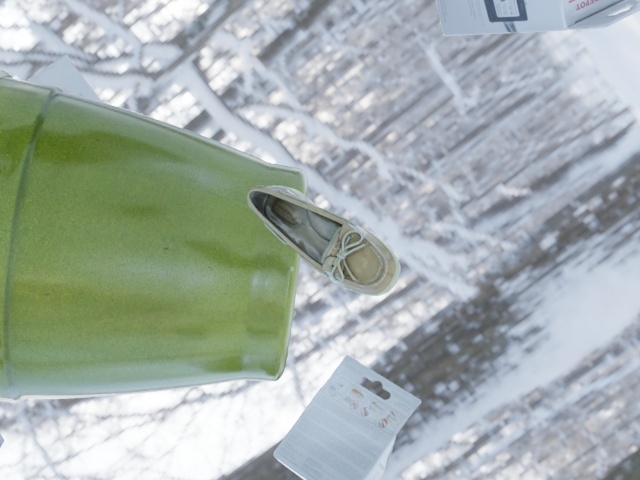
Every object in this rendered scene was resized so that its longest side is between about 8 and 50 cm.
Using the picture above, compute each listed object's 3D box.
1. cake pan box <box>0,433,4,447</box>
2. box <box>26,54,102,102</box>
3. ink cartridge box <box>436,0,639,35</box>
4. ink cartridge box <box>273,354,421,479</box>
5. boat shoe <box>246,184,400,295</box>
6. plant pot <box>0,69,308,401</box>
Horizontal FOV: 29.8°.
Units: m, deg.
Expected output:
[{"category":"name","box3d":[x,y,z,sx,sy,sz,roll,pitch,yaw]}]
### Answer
[{"category":"cake pan box","box3d":[-0.439,0.260,1.097,0.246,0.266,0.070,-82,-29,-65]},{"category":"box","box3d":[-0.362,-0.172,1.752,0.130,0.091,0.170,52,169,3]},{"category":"ink cartridge box","box3d":[0.200,-0.225,1.053,0.180,0.104,0.060,8,119,49]},{"category":"ink cartridge box","box3d":[0.041,0.270,1.690,0.145,0.179,0.045,29,162,33]},{"category":"boat shoe","box3d":[0.001,-0.002,1.035,0.153,0.056,0.048,38,-168,28]},{"category":"plant pot","box3d":[-0.198,0.016,1.318,0.353,0.367,0.366,7,-159,-3]}]
